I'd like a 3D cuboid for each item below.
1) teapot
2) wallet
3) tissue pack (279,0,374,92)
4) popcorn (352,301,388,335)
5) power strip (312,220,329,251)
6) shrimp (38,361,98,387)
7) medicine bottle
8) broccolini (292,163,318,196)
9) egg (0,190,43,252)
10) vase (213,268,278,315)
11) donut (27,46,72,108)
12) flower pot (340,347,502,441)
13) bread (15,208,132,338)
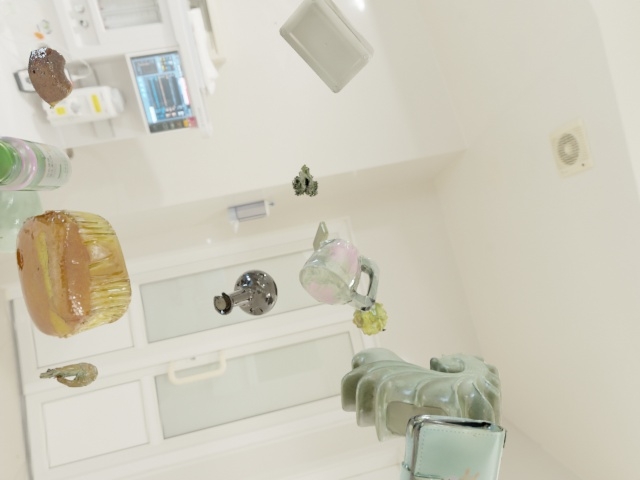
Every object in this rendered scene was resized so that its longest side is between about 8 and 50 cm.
[{"bbox_3d":[0.066,0.085,1.285,0.178,0.221,0.163,-59,149,-37],"label":"teapot"},{"bbox_3d":[0.227,0.441,0.785,0.075,0.176,0.251,-143,-119,-86],"label":"wallet"},{"bbox_3d":[0.022,-0.582,1.299,0.246,0.159,0.136,44,26,-15],"label":"tissue pack"},{"bbox_3d":[0.245,0.372,2.113,0.173,0.173,0.142,-117,-164,-65],"label":"popcorn"},{"bbox_3d":[0.000,0.000,1.851,0.169,0.028,0.076,109,-30,-47],"label":"power strip"},{"bbox_3d":[-0.868,0.469,1.531,0.099,0.180,0.041,-110,-145,-43],"label":"shrimp"},{"bbox_3d":[-0.758,-0.191,1.125,0.274,0.133,0.134,-123,-158,-82],"label":"medicine bottle"},{"bbox_3d":[-0.033,-0.164,1.122,0.201,0.073,0.058,114,-21,-74],"label":"broccolini"},{"bbox_3d":[-0.990,-0.092,1.414,0.183,0.182,0.264,127,-33,-80],"label":"egg"},{"bbox_3d":[-0.186,0.136,1.090,0.183,0.120,0.120,-10,87,-60],"label":"vase"},{"bbox_3d":[-1.066,-0.645,1.752,0.144,0.126,0.187,40,40,-63],"label":"donut"},{"bbox_3d":[0.227,0.361,1.038,0.254,0.367,0.165,-31,119,-63],"label":"flower pot"},{"bbox_3d":[-0.572,0.073,1.009,0.156,0.204,0.288,-9,90,-74],"label":"bread"}]
